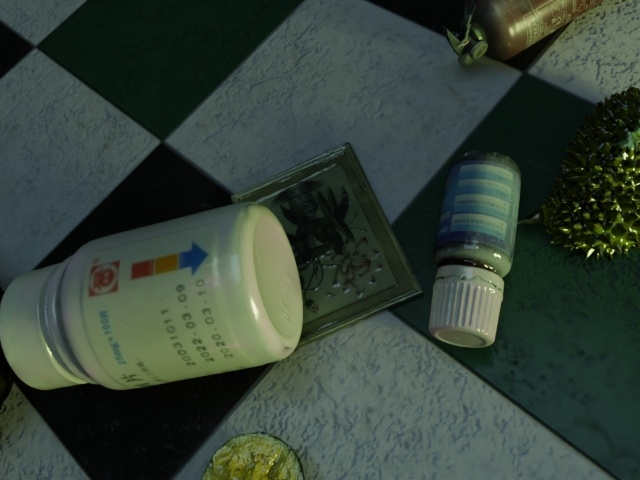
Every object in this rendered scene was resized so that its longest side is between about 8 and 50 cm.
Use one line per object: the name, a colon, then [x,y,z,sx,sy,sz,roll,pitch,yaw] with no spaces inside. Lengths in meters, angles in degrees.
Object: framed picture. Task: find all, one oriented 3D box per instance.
framed picture: [0.000,0.000,0.732,0.173,0.010,0.231,-25,61,2]

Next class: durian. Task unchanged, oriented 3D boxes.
durian: [0.322,-0.076,0.642,0.137,0.095,0.220,36,83,27]

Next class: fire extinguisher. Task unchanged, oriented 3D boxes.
fire extinguisher: [0.268,-0.305,0.761,0.269,0.105,0.105,-31,61,-2]

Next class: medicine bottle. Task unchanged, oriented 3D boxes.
medicine bottle: [0.163,0.008,0.645,0.083,0.083,0.203,5,65,17]
medicine bottle: [-0.178,0.068,0.651,0.293,0.170,0.170,-12,62,13]

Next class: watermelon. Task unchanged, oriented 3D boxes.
watermelon: [-0.063,0.247,0.596,0.105,0.062,0.105,-5,57,7]

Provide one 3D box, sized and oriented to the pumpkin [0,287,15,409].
pumpkin: [-0.505,0.137,0.693,0.320,0.192,0.320,-5,65,12]
